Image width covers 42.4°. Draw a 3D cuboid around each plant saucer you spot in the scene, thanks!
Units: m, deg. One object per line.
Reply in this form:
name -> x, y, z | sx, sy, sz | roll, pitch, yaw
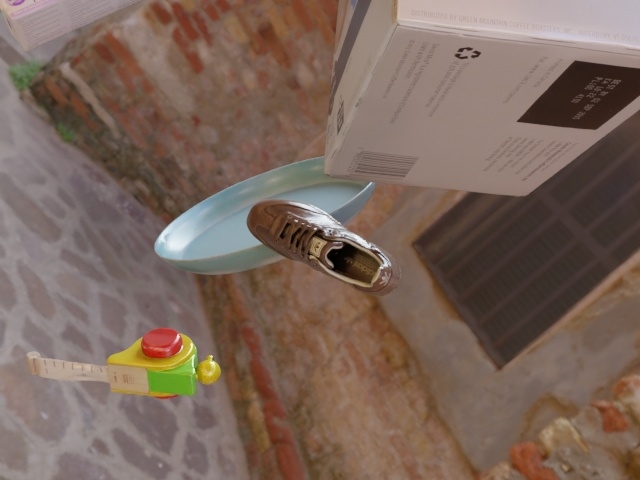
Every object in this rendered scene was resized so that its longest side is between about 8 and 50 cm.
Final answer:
plant saucer -> -0.066, -0.034, 1.104 | 0.317, 0.318, 0.043 | -103, 172, -70

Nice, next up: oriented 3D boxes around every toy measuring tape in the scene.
toy measuring tape -> -0.327, 0.203, 1.412 | 0.121, 0.330, 0.121 | 4, 90, -81

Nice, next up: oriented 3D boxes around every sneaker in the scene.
sneaker -> 0.000, 0.000, 0.890 | 0.188, 0.066, 0.071 | 24, -1, 14

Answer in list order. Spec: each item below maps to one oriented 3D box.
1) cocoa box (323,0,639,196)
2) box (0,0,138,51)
cocoa box -> 0.143, -0.203, 0.742 | 0.347, 0.231, 0.228 | 119, -25, -75
box -> -0.309, -0.383, 1.217 | 0.063, 0.324, 0.067 | 49, -20, 28
